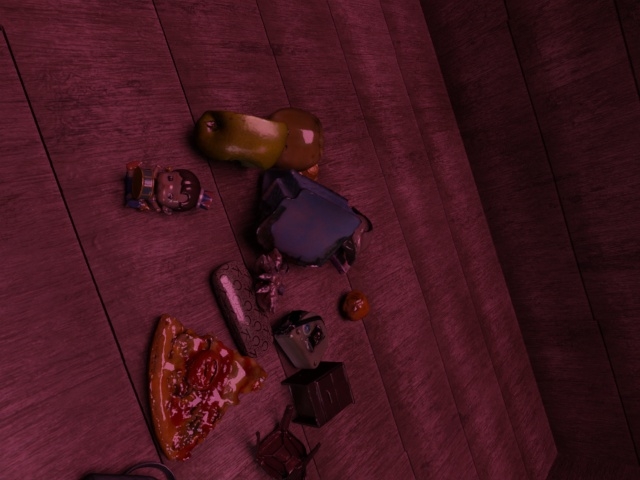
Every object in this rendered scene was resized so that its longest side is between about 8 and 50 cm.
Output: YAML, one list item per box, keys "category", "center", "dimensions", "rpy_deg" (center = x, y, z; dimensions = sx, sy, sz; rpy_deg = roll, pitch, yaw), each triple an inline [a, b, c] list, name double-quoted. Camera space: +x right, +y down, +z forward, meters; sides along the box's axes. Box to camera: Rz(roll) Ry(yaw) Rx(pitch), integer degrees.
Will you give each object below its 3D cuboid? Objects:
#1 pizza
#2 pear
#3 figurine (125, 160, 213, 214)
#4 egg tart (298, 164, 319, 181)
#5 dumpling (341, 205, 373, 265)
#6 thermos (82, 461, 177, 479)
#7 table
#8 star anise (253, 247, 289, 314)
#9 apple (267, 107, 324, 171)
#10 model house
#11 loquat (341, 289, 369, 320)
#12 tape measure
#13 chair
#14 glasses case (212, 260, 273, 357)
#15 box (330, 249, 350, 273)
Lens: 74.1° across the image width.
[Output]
- category: "pizza"
  center: [-0.338, 0.437, 1.354]
  dimensions: [0.407, 0.130, 0.439]
  rpy_deg: [-2, 81, -37]
- category: "pear"
  center: [-0.302, -0.355, 1.505]
  dimensions: [0.282, 0.287, 0.176]
  rpy_deg: [5, 96, -42]
- category: "figurine"
  center: [-0.479, -0.163, 1.354]
  dimensions: [0.276, 0.158, 0.160]
  rpy_deg: [-2, 91, -43]
- category: "egg tart"
  center: [-0.048, -0.315, 1.867]
  dimensions: [0.129, 0.049, 0.128]
  rpy_deg: [13, 69, -39]
- category: "dumpling"
  center: [0.155, -0.019, 1.852]
  dimensions: [0.293, 0.164, 0.204]
  rpy_deg: [-105, 172, -62]
- category: "thermos"
  center: [-0.505, 0.700, 1.147]
  dimensions: [0.287, 0.145, 0.182]
  rpy_deg: [27, 30, -38]
- category: "table"
  center: [-0.007, 0.576, 1.604]
  dimensions: [0.193, 0.173, 0.169]
  rpy_deg: [-17, 92, -44]
- category: "star anise"
  center: [-0.176, 0.145, 1.512]
  dimensions: [0.229, 0.093, 0.236]
  rpy_deg: [57, 35, -58]
- category: "apple"
  center: [-0.109, -0.403, 1.687]
  dimensions: [0.263, 0.263, 0.262]
  rpy_deg: [12, 72, -41]
- category: "model house"
  center: [-0.099, -0.132, 1.659]
  dimensions: [0.360, 0.297, 0.339]
  rpy_deg: [22, 29, -37]
- category: "loquat"
  center: [0.151, 0.291, 1.871]
  dimensions: [0.137, 0.113, 0.137]
  rpy_deg: [-22, 121, -43]
- category: "tape measure"
  center: [-0.061, 0.355, 1.626]
  dimensions: [0.235, 0.115, 0.207]
  rpy_deg: [60, 41, -25]
- category: "chair"
  center: [-0.127, 0.771, 1.489]
  dimensions: [0.176, 0.183, 0.326]
  rpy_deg: [-27, 143, -44]
- category: "glasses case"
  center: [-0.272, 0.243, 1.497]
  dimensions: [0.137, 0.085, 0.354]
  rpy_deg: [-28, 100, -45]
- category: "box"
  center: [0.083, 0.092, 1.898]
  dimensions: [0.117, 0.036, 0.050]
  rpy_deg: [56, 49, -19]
